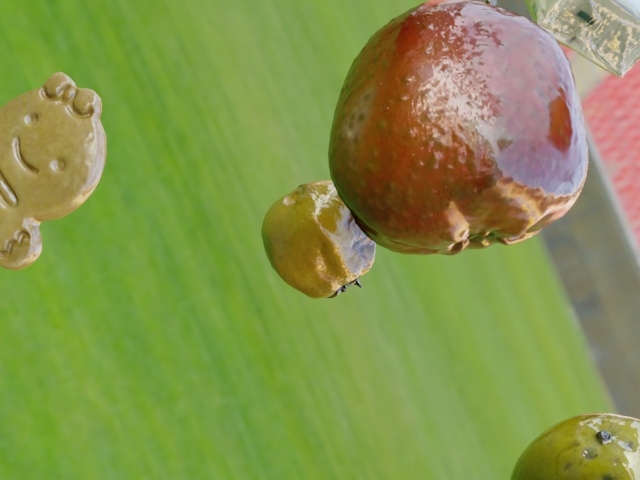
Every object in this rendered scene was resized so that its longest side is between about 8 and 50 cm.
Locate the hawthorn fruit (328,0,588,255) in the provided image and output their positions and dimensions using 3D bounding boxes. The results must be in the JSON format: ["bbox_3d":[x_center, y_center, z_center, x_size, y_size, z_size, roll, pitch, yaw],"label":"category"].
[{"bbox_3d":[0.145,-0.120,1.992,0.275,0.275,0.299,53,47,-62],"label":"hawthorn fruit"}]

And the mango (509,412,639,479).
[{"bbox_3d":[0.227,0.216,1.625,0.137,0.195,0.098,37,53,1],"label":"mango"}]

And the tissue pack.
[{"bbox_3d":[0.300,-0.300,2.280,0.148,0.092,0.196,28,31,-30],"label":"tissue pack"}]

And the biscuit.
[{"bbox_3d":[-0.239,-0.041,1.471,0.027,0.184,0.133,38,30,-64],"label":"biscuit"}]

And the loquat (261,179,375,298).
[{"bbox_3d":[0.000,0.000,2.189,0.137,0.137,0.113,65,-10,-17],"label":"loquat"}]
